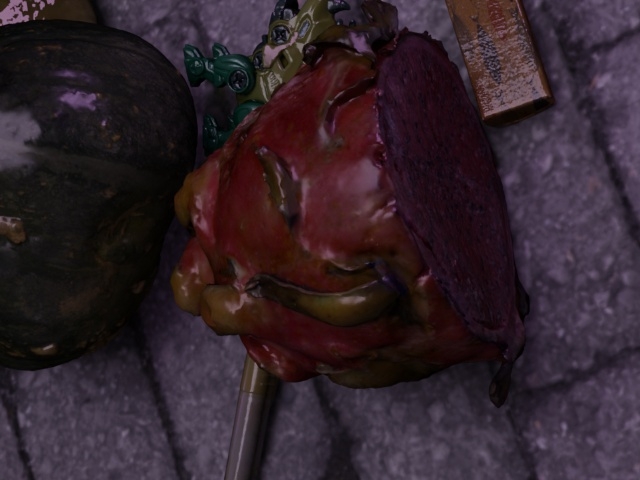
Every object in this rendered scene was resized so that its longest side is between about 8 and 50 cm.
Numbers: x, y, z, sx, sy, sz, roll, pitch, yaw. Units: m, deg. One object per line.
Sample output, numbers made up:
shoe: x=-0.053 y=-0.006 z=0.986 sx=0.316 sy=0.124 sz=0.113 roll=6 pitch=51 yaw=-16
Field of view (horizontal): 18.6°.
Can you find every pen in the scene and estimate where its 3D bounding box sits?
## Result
pen: x=-0.065 y=0.185 z=1.795 sx=0.032 sy=0.040 sz=0.233 roll=12 pitch=94 yaw=31

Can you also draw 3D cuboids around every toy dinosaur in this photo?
toy dinosaur: x=-0.039 y=-0.103 z=1.793 sx=0.153 sy=0.094 sz=0.259 roll=0 pitch=94 yaw=27

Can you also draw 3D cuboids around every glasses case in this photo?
glasses case: x=0.151 y=-0.187 z=1.720 sx=0.064 sy=0.041 sz=0.170 roll=-19 pitch=73 yaw=11

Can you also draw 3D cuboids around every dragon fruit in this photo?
dragon fruit: x=0.000 y=0.000 z=1.629 sx=0.262 sy=0.296 sz=0.314 roll=-16 pitch=74 yaw=22

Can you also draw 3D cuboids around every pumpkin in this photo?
pumpkin: x=-0.254 y=-0.038 z=1.773 sx=0.291 sy=0.257 sz=0.328 roll=-138 pitch=59 yaw=-70

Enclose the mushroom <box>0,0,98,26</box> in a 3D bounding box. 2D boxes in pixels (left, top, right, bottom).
mushroom: x=-0.361 y=-0.227 z=1.933 sx=0.217 sy=0.212 sz=0.292 roll=-45 pitch=57 yaw=25
